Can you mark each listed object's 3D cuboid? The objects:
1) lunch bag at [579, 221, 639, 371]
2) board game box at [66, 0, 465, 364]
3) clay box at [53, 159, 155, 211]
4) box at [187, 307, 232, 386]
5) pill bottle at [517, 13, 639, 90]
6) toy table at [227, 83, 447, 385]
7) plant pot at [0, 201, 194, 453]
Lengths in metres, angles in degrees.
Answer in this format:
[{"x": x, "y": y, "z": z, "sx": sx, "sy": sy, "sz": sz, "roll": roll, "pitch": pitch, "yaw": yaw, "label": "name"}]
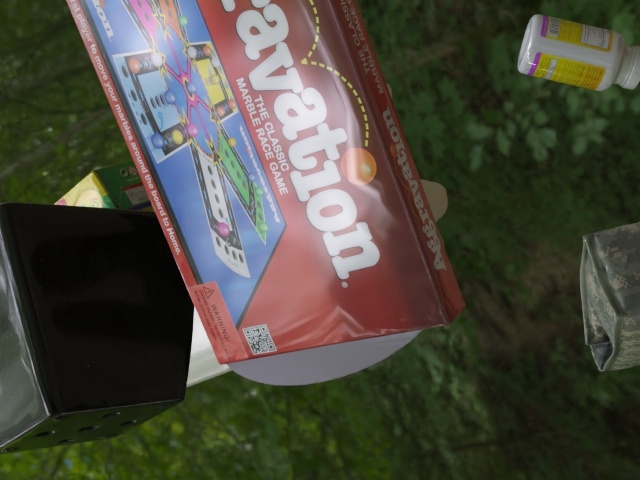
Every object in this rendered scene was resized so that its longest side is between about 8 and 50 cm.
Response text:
[{"x": 0.516, "y": 0.086, "z": 1.312, "sx": 0.287, "sy": 0.235, "sz": 0.169, "roll": 67, "pitch": -170, "yaw": -56, "label": "lunch bag"}, {"x": -0.042, "y": -0.078, "z": 0.432, "sx": 0.027, "sy": 0.145, "sz": 0.281, "roll": -37, "pitch": -71, "yaw": -56, "label": "board game box"}, {"x": -0.250, "y": -0.008, "z": 0.926, "sx": 0.053, "sy": 0.222, "sz": 0.127, "roll": 57, "pitch": -149, "yaw": 2, "label": "clay box"}, {"x": -0.195, "y": 0.112, "z": 1.052, "sx": 0.121, "sy": 0.311, "sz": 0.148, "roll": 64, "pitch": -156, "yaw": -5, "label": "box"}, {"x": 0.187, "y": -0.132, "z": 0.634, "sx": 0.043, "sy": 0.083, "sz": 0.043, "roll": 14, "pitch": -90, "yaw": -86, "label": "pill bottle"}, {"x": 0.000, "y": 0.000, "z": 0.779, "sx": 0.252, "sy": 0.274, "sz": 0.161, "roll": 17, "pitch": -127, "yaw": -29, "label": "toy table"}, {"x": -0.218, "y": 0.085, "z": 0.778, "sx": 0.188, "sy": 0.187, "sz": 0.167, "roll": 2, "pitch": -115, "yaw": -45, "label": "plant pot"}]
